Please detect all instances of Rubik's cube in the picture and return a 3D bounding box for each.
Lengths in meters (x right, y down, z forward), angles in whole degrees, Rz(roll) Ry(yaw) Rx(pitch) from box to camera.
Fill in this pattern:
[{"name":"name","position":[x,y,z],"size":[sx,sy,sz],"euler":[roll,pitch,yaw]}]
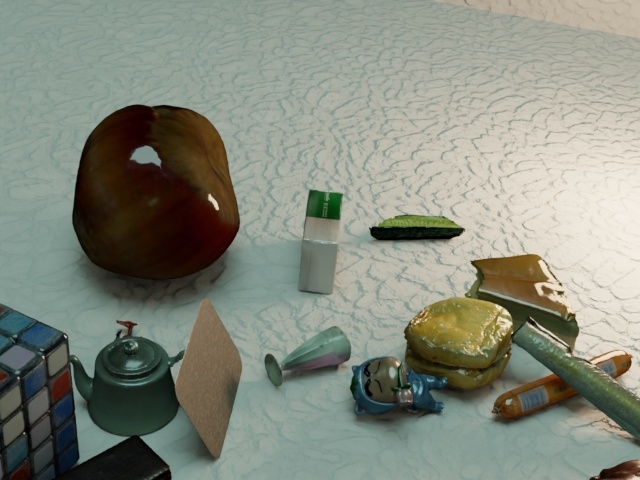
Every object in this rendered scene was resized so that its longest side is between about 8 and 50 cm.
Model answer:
[{"name":"Rubik's cube","position":[-0.577,0.273,1.622],"size":[0.292,0.293,0.287],"euler":[22,39,20]}]

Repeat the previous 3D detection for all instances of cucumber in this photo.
[{"name":"cucumber","position":[0.211,-0.030,2.372],"size":[0.220,0.046,0.070],"euler":[1,33,-9]}]

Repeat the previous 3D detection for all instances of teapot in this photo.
[{"name":"teapot","position":[-0.319,0.232,1.837],"size":[0.239,0.149,0.162],"euler":[1,34,-5]}]

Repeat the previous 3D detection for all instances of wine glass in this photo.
[{"name":"wine glass","position":[-0.024,0.220,1.967],"size":[0.155,0.073,0.073],"euler":[-21,43,-27]}]

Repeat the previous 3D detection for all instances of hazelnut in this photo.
[{"name":"hazelnut","position":[-0.347,-0.103,2.151],"size":[0.359,0.359,0.409],"euler":[-1,28,-10]}]

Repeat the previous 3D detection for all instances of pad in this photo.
[{"name":"pad","position":[-0.192,0.236,1.839],"size":[0.002,0.176,0.266],"euler":[-15,31,17]}]

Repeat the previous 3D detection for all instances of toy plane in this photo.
[{"name":"toy plane","position":[-0.364,0.193,1.972],"size":[0.060,0.037,0.145],"euler":[9,28,-10]}]

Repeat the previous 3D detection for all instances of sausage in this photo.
[{"name":"sausage","position":[0.461,0.270,1.973],"size":[0.348,0.053,0.053],"euler":[-16,41,-27]}]

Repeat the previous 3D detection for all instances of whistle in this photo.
[{"name":"whistle","position":[0.493,0.260,1.920],"size":[0.326,0.057,0.068],"euler":[38,73,10]}]

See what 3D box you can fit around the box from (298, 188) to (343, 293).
[{"name":"box","position":[0.000,0.000,2.219],"size":[0.081,0.135,0.199],"euler":[7,36,1]}]

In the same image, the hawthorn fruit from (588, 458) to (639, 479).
[{"name":"hawthorn fruit","position":[0.493,0.462,1.578],"size":[0.261,0.224,0.224],"euler":[41,46,17]}]

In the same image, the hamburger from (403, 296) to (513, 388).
[{"name":"hamburger","position":[0.267,0.190,1.996],"size":[0.214,0.108,0.213],"euler":[2,26,-1]}]

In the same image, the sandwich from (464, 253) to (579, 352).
[{"name":"sandwich","position":[0.393,0.135,2.109],"size":[0.186,0.108,0.220],"euler":[-7,40,-17]}]

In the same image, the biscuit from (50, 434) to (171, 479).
[{"name":"biscuit","position":[-0.359,0.408,1.650],"size":[0.252,0.070,0.106],"euler":[-26,45,-37]}]

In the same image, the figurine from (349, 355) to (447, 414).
[{"name":"figurine","position":[0.146,0.260,1.880],"size":[0.178,0.144,0.114],"euler":[10,69,-15]}]
